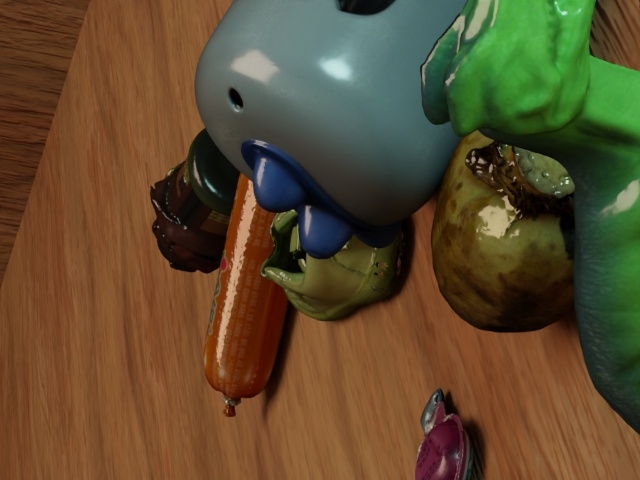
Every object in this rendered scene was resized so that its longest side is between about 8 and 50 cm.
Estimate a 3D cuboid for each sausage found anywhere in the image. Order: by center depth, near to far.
[{"bbox_3d":[-0.078,0.057,2.245,0.093,0.093,0.312,-146,68,-70],"label":"sausage"}]

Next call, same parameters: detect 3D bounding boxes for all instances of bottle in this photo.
[{"bbox_3d":[-0.143,-0.050,2.414,0.271,0.143,0.156,133,143,-60],"label":"bottle"}]

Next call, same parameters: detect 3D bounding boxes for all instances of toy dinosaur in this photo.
[{"bbox_3d":[0.172,0.091,1.099,0.144,0.374,0.500,51,126,55],"label":"toy dinosaur"}]

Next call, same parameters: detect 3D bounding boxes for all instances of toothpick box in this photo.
[{"bbox_3d":[0.049,-0.159,1.611,0.354,0.263,0.263,-58,11,-21],"label":"toothpick box"}]

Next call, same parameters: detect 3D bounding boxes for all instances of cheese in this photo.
[{"bbox_3d":[0.109,0.191,1.718,0.145,0.038,0.095,-99,27,-58],"label":"cheese"}]

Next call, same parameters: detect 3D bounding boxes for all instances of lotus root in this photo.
[{"bbox_3d":[0.163,-0.015,1.513,0.314,0.141,0.169,116,163,-67],"label":"lotus root"}]

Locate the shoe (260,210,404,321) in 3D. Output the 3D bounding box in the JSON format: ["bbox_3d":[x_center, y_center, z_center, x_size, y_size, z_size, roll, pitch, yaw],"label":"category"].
[{"bbox_3d":[0.007,0.001,2.014,0.262,0.128,0.140,-7,60,68],"label":"shoe"}]
